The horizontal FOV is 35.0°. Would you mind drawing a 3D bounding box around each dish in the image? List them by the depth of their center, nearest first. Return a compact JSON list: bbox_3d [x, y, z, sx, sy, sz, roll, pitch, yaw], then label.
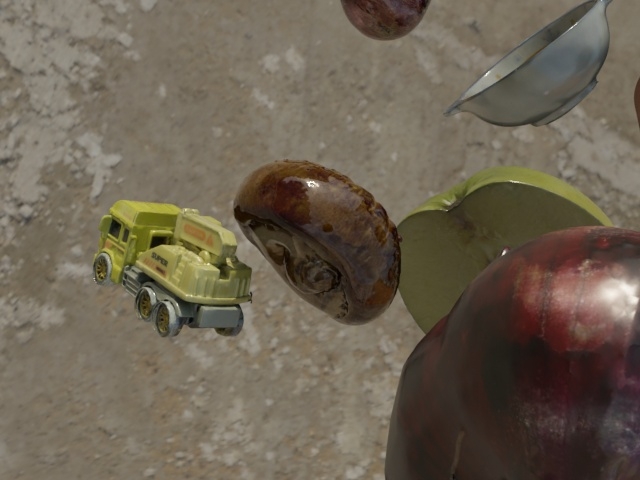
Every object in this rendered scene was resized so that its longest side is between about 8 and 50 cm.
[{"bbox_3d":[0.278,-0.202,1.232,0.086,0.236,0.228,52,44,-8],"label":"dish"}]

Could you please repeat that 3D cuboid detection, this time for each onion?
[{"bbox_3d":[0.149,0.106,0.601,0.221,0.281,0.281,14,58,17],"label":"onion"},{"bbox_3d":[0.088,-0.423,1.682,0.194,0.159,0.160,26,61,-22],"label":"onion"}]

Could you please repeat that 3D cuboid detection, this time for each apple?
[{"bbox_3d":[0.316,0.040,1.698,0.320,0.311,0.360,-42,109,-13],"label":"apple"}]

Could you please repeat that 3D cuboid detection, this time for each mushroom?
[{"bbox_3d":[0.000,0.000,1.330,0.153,0.253,0.253,-44,97,-17],"label":"mushroom"}]

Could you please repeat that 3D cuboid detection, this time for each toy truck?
[{"bbox_3d":[-0.199,0.025,1.388,0.124,0.272,0.157,5,106,-40],"label":"toy truck"}]

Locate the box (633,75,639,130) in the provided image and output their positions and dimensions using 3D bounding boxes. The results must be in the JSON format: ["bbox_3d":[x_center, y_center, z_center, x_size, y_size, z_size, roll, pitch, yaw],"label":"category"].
[{"bbox_3d":[0.738,-0.251,1.724,0.229,0.339,0.239,11,57,-16],"label":"box"}]
